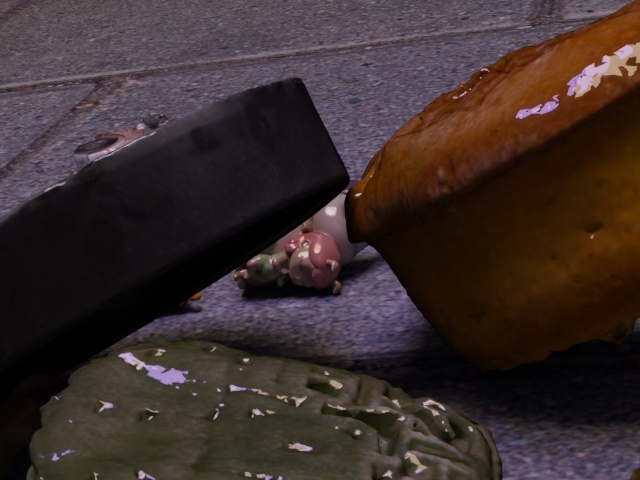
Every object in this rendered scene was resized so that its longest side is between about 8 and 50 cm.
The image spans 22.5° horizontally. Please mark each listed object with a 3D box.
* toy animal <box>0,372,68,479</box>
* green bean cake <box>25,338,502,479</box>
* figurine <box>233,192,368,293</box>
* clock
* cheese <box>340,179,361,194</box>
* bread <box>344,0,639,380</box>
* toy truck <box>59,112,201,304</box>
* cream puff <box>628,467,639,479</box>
[{"bbox_3d":[-0.200,0.139,1.014,0.069,0.086,0.220,12,32,36],"label":"toy animal"},{"bbox_3d":[-0.030,0.146,0.764,0.227,0.124,0.222,12,26,2],"label":"green bean cake"},{"bbox_3d":[0.001,0.007,1.338,0.146,0.081,0.098,-4,63,5],"label":"figurine"},{"bbox_3d":[-0.154,0.025,1.074,0.386,0.076,0.386,-31,-3,-2],"label":"clock"},{"bbox_3d":[0.088,-0.037,1.432,0.191,0.042,0.105,-3,19,28],"label":"cheese"},{"bbox_3d":[0.136,-0.016,1.059,0.179,0.194,0.340,-40,9,-31],"label":"bread"},{"bbox_3d":[-0.157,-0.030,1.430,0.135,0.114,0.270,-13,19,4],"label":"toy truck"},{"bbox_3d":[0.221,0.158,0.640,0.244,0.196,0.244,-2,-10,0],"label":"cream puff"}]
